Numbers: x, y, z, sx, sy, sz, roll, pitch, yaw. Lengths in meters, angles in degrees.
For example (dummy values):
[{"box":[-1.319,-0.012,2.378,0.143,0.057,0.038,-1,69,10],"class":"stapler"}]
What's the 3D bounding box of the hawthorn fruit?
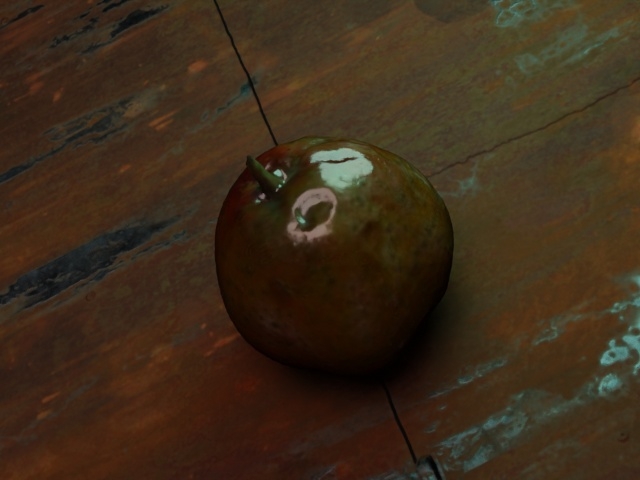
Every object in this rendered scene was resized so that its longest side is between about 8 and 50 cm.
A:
[{"box":[0.000,0.000,1.922,0.277,0.298,0.277,-20,44,20],"class":"hawthorn fruit"}]
